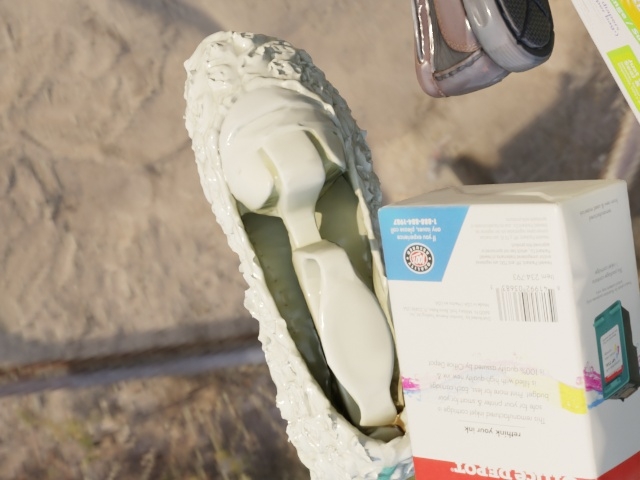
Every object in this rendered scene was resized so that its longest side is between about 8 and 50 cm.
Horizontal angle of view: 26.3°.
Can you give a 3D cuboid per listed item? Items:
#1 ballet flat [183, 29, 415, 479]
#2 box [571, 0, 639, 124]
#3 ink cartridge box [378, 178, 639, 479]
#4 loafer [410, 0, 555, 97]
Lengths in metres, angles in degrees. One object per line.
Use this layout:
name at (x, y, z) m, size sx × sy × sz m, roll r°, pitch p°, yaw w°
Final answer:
ballet flat at (0.000, 0.000, 1.077) m, size 0.147 × 0.408 × 0.147 m, roll -19°, pitch 169°, yaw -4°
box at (0.220, -0.117, 0.733) m, size 0.103 × 0.114 × 0.203 m, roll -31°, pitch 94°, yaw -9°
ink cartridge box at (0.123, 0.084, 0.832) m, size 0.078 × 0.134 × 0.231 m, roll -18°, pitch 104°, yaw -46°
loafer at (0.077, -0.244, 0.959) m, size 0.095 × 0.302 × 0.109 m, roll -26°, pitch 157°, yaw 37°
